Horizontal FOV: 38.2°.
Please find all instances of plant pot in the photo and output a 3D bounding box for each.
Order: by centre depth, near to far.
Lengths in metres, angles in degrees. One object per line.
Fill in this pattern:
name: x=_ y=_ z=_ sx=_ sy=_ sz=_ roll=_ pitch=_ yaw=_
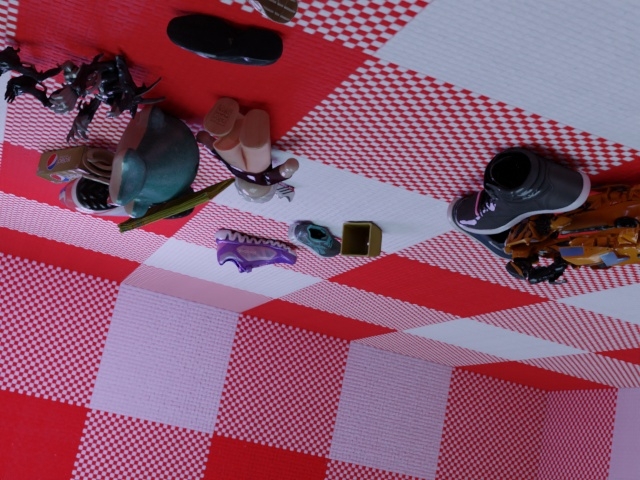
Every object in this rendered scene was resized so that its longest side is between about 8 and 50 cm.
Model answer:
plant pot: x=0.106 y=0.003 z=2.224 sx=0.082 sy=0.081 sz=0.083 roll=1 pitch=172 yaw=34

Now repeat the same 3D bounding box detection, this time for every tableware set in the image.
tableware set: x=-0.416 y=-0.158 z=2.004 sx=0.194 sy=0.128 sz=0.039 roll=18 pitch=123 yaw=-19

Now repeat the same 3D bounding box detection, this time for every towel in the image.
towel: x=-0.278 y=-0.071 z=1.770 sx=0.237 sy=0.102 sz=0.021 roll=-17 pitch=108 yaw=32

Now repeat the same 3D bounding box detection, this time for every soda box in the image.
soda box: x=-0.571 y=-0.172 z=2.108 sx=0.181 sy=0.058 sz=0.061 roll=-4 pitch=160 yaw=43

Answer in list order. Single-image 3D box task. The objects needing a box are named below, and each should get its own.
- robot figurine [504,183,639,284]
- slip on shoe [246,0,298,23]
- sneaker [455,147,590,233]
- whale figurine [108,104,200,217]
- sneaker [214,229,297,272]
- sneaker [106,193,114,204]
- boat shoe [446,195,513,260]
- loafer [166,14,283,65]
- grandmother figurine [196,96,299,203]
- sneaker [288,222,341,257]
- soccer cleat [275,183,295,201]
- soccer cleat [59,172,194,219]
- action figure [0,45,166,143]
robot figurine: x=0.459 y=-0.021 z=1.663 sx=0.291 sy=0.211 sz=0.085 roll=-8 pitch=135 yaw=41
slip on shoe: x=-0.081 y=-0.327 z=1.199 sx=0.135 sy=0.051 sz=0.041 roll=17 pitch=-154 yaw=-51
sneaker: x=0.321 y=-0.094 z=1.664 sx=0.147 sy=0.104 sz=0.296 roll=24 pitch=156 yaw=-31
whale figurine: x=-0.302 y=-0.137 z=1.689 sx=0.141 sy=0.216 sz=0.272 roll=14 pitch=-164 yaw=-1
sneaker: x=-0.183 y=0.046 z=2.545 sx=0.237 sy=0.104 sz=0.095 roll=12 pitch=164 yaw=-7
sneaker: x=-0.364 y=-0.144 z=1.872 sx=0.087 sy=0.128 sz=0.221 roll=10 pitch=-164 yaw=9
boat shoe: x=0.376 y=-0.022 z=1.900 sx=0.255 sy=0.095 sz=0.079 roll=30 pitch=170 yaw=-27
loafer: x=-0.142 y=-0.285 z=1.358 sx=0.170 sy=0.062 sz=0.061 roll=14 pitch=170 yaw=-6
grandmother figurine: x=-0.142 y=-0.156 z=1.764 sx=0.208 sy=0.104 sz=0.342 roll=30 pitch=167 yaw=13
sneaker: x=0.000 y=0.000 z=2.324 sx=0.166 sy=0.065 sz=0.076 roll=21 pitch=159 yaw=-37
soccer cleat: x=-0.095 y=-0.109 z=2.029 sx=0.083 sy=0.035 sz=0.029 roll=18 pitch=164 yaw=-25
soccer cleat: x=-0.431 y=-0.101 z=2.091 sx=0.318 sy=0.108 sz=0.116 roll=0 pitch=177 yaw=-42
action figure: x=-0.410 y=-0.244 z=1.565 sx=0.276 sy=0.140 sz=0.164 roll=11 pitch=154 yaw=8
